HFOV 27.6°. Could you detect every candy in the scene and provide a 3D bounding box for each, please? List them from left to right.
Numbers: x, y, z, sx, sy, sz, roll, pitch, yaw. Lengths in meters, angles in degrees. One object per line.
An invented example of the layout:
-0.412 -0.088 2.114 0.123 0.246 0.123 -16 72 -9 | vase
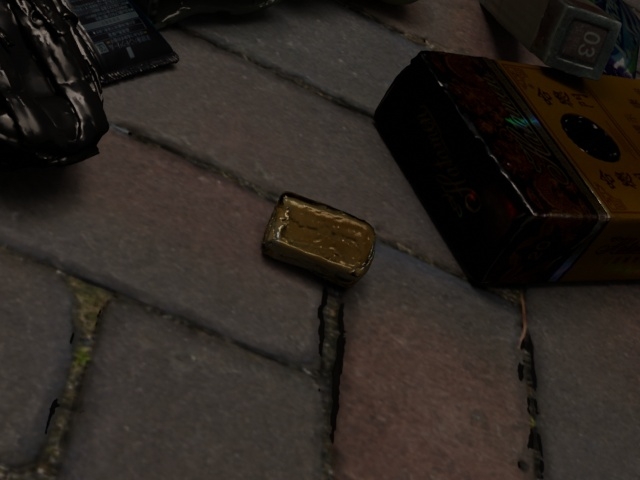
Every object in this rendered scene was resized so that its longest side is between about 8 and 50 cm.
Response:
0.419 -0.318 1.933 0.145 0.070 0.275 39 33 -9 | candy

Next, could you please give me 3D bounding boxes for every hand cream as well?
-0.264 -0.273 1.340 0.270 0.061 0.120 49 39 11 | hand cream

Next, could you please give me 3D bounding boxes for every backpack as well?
-0.289 -0.159 1.135 0.206 0.133 0.258 -23 71 -46 | backpack

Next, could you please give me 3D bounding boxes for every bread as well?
0.000 0.000 1.239 0.106 0.053 0.072 23 60 -13 | bread

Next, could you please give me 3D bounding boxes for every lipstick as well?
0.286 -0.295 1.680 0.076 0.080 0.371 14 20 -12 | lipstick

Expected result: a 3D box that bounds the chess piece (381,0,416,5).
0.043 -0.364 1.630 0.251 0.144 0.144 5 45 -43 | chess piece

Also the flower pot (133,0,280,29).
-0.124 -0.317 1.442 0.229 0.103 0.108 -21 61 -43 | flower pot

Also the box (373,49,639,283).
0.288 -0.079 1.505 0.415 0.116 0.264 2 47 -38 | box
